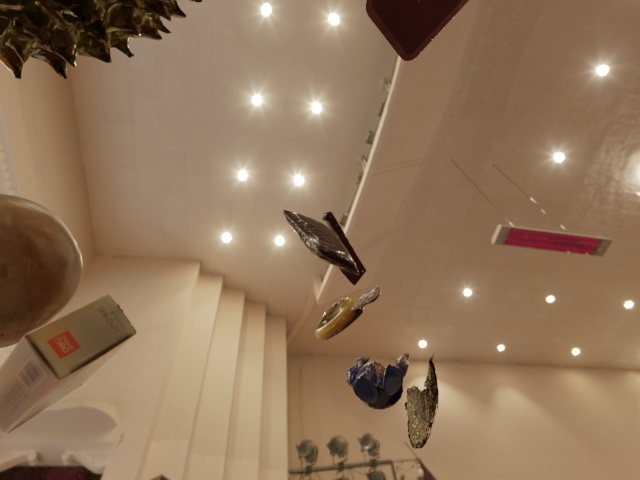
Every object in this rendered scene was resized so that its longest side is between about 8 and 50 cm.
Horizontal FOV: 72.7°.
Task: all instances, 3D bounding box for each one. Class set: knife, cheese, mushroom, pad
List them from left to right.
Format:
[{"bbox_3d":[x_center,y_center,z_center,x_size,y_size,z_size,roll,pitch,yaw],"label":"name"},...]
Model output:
[{"bbox_3d":[-0.632,0.056,0.850,0.292,0.290,0.293,2,-94,-35],"label":"mushroom"},{"bbox_3d":[0.058,0.027,1.175,0.072,0.019,0.245,-49,-53,-23],"label":"knife"},{"bbox_3d":[0.055,0.131,0.819,0.036,0.086,0.162,46,-50,-5],"label":"cheese"},{"bbox_3d":[0.226,-0.518,0.886,0.266,0.002,0.176,-46,-53,12],"label":"pad"}]

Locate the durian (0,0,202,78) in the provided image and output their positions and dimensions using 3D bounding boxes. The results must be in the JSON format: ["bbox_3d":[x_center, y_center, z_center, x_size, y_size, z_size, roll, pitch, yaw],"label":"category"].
[{"bbox_3d":[-0.152,-0.238,0.278,0.169,0.352,0.158,33,-27,-1],"label":"durian"}]

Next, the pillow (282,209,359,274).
[{"bbox_3d":[0.000,0.000,1.012,0.141,0.208,0.055,28,-75,-37],"label":"pillow"}]

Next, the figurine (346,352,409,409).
[{"bbox_3d":[0.152,0.372,1.146,0.164,0.262,0.121,-11,-97,16],"label":"figurine"}]

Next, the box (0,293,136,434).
[{"bbox_3d":[-0.410,0.194,0.675,0.269,0.135,0.079,-38,-92,32],"label":"box"}]

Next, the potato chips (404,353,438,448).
[{"bbox_3d":[0.252,0.397,1.077,0.029,0.202,0.220,12,-64,-1],"label":"potato chips"}]
